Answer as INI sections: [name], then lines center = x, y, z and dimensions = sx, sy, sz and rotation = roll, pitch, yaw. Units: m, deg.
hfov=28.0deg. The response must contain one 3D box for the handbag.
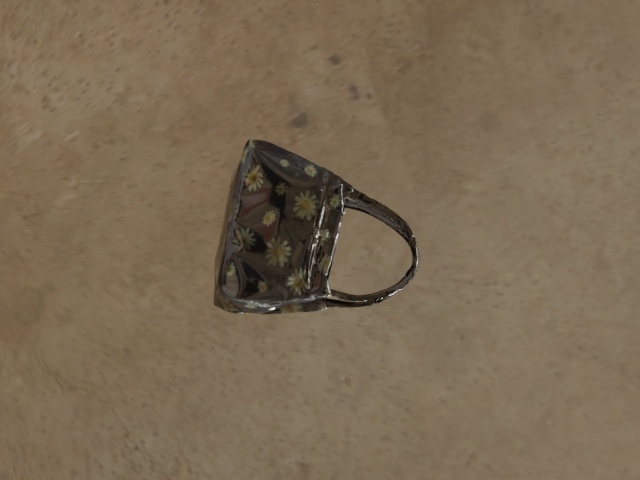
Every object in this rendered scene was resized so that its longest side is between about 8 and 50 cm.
[handbag]
center = 0.000, 0.000, 0.881
dimensions = 0.139, 0.072, 0.115
rotation = 11, 75, 2
